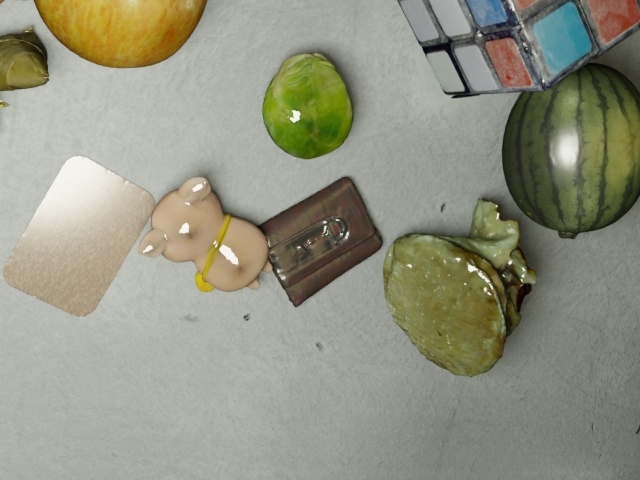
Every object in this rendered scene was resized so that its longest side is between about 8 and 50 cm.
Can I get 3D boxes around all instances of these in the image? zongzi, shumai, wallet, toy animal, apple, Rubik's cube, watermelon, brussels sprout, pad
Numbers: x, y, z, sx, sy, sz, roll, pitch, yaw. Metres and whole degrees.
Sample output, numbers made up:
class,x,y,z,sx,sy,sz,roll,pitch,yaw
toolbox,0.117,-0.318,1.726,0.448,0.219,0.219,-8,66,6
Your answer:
class,x,y,z,sx,sy,sz,roll,pitch,yaw
zongzi,-0.498,-0.255,1.068,0.160,0.176,0.078,-23,130,-9
shumai,0.319,0.087,1.444,0.288,0.291,0.330,-40,127,-45
wallet,0.000,0.000,1.373,0.229,0.049,0.182,-32,108,-11
toy animal,-0.195,0.006,1.258,0.248,0.149,0.165,35,78,-32
apple,-0.304,-0.383,1.054,0.264,0.264,0.264,-5,105,-18
Rubik's cube,0.351,-0.487,1.204,0.358,0.363,0.362,-34,108,-13
watermelon,0.505,-0.169,1.382,0.278,0.279,0.360,-8,104,-17
brussels sprout,-0.026,-0.240,1.253,0.161,0.144,0.181,-21,87,7
pad,-0.430,-0.004,1.246,0.176,0.002,0.266,31,92,-23

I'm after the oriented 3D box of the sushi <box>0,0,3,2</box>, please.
class,x,y,z,sx,sy,sz,roll,pitch,yaw
sushi,-0.466,-0.456,1.067,0.103,0.097,0.226,15,97,-22

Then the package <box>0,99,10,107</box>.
class,x,y,z,sx,sy,sz,roll,pitch,yaw
package,-0.611,-0.189,1.075,0.226,0.090,0.168,13,129,-23
